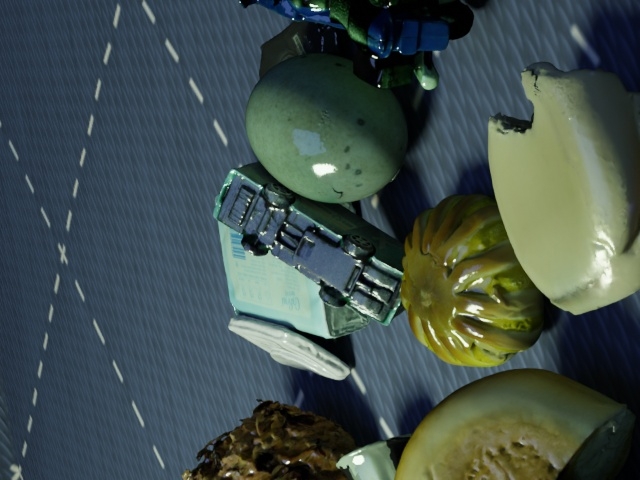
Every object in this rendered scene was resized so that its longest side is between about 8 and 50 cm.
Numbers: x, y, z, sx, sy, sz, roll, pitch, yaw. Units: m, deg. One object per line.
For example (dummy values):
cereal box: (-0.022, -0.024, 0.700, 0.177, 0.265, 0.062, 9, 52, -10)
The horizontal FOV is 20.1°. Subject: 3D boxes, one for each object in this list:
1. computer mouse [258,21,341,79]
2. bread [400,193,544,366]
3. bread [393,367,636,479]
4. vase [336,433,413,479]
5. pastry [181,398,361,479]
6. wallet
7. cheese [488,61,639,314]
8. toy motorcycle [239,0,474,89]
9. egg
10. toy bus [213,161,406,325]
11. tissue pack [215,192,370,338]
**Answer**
computer mouse: (-0.017, -0.225, 2.258, 0.172, 0.057, 0.099, -42, 62, 47)
bread: (0.158, 0.047, 1.991, 0.213, 0.105, 0.213, 33, 128, 57)
bread: (0.223, 0.298, 1.845, 0.333, 0.160, 0.333, -5, 78, 25)
vase: (0.126, 0.420, 2.174, 0.165, 0.165, 0.360, -49, 54, 58)
pastry: (-0.049, 0.344, 2.394, 0.275, 0.275, 0.193, 55, -178, 37)
wallet: (-0.042, 0.145, 2.412, 0.032, 0.124, 0.183, -61, 27, -10)
cheese: (0.254, -0.057, 1.703, 0.233, 0.127, 0.266, 71, 161, 2)
toy motorcycle: (0.028, -0.277, 1.992, 0.331, 0.196, 0.125, 42, 137, 50)
egg: (0.007, -0.132, 2.122, 0.236, 0.169, 0.169, 38, 134, 53)
toy bus: (0.000, 0.000, 2.158, 0.262, 0.109, 0.091, 34, 118, 17)
tissue pack: (-0.036, 0.022, 2.367, 0.263, 0.089, 0.177, 8, 110, 59)
